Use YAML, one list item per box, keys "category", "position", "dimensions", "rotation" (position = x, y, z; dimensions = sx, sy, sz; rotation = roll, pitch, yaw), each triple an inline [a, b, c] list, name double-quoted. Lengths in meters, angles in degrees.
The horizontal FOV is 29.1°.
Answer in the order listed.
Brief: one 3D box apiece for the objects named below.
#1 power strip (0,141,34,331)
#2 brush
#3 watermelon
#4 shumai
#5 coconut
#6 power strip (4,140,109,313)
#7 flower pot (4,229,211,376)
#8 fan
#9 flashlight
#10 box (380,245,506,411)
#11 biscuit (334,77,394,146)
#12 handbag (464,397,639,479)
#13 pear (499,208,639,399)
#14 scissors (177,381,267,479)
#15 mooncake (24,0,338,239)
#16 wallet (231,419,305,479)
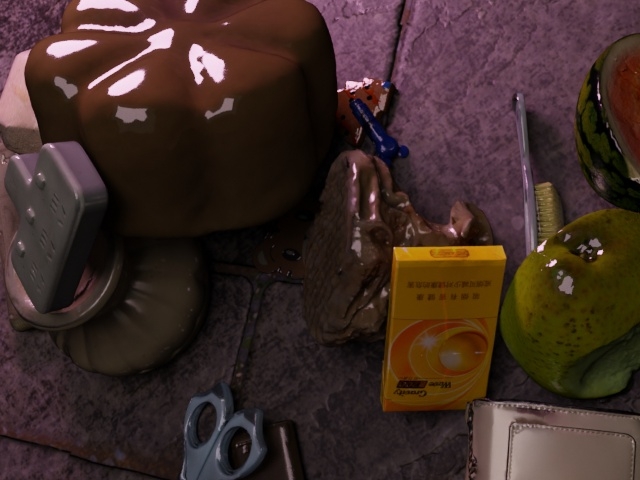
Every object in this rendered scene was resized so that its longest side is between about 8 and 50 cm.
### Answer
- category: "power strip"
  position: [-0.525, -0.031, 2.180]
  dimensions: [0.092, 0.066, 0.387]
  rotation: [-18, 72, 20]
- category: "brush"
  position: [0.325, -0.084, 1.821]
  dimensions: [0.060, 0.068, 0.296]
  rotation: [-3, 72, 3]
- category: "watermelon"
  position: [0.420, -0.184, 1.729]
  dimensions: [0.159, 0.128, 0.303]
  rotation: [-13, 51, 26]
- category: "shumai"
  position: [0.119, 0.034, 1.830]
  dimensions: [0.267, 0.262, 0.314]
  rotation: [-98, 23, -49]
- category: "coconut"
  position: [-0.440, -0.241, 2.120]
  dimensions: [0.224, 0.224, 0.234]
  rotation: [11, 82, 26]
- category: "power strip"
  position: [-0.395, -0.040, 1.776]
  dimensions: [0.193, 0.059, 0.265]
  rotation: [55, 138, 27]
- category: "flower pot"
  position: [-0.348, 0.057, 1.974]
  dimensions: [0.308, 0.244, 0.307]
  rotation: [-6, 74, 21]
- category: "fan"
  position: [0.000, 0.000, 1.965]
  dimensions: [0.227, 0.008, 0.152]
  rotation: [15, 82, 27]
- category: "flashlight"
  position: [0.086, -0.171, 1.949]
  dimensions: [0.057, 0.035, 0.121]
  rotation: [-32, 80, -19]
- category: "box"
  position: [0.167, 0.127, 1.709]
  dimensions: [0.152, 0.269, 0.043]
  rotation: [-1, 34, -4]
- category: "biscuit"
  position: [0.062, -0.219, 1.991]
  dimensions: [0.130, 0.019, 0.119]
  rotation: [-35, 65, 11]
- category: "handbag"
  position: [0.296, 0.399, 1.618]
  dimensions: [0.237, 0.160, 0.358]
  rotation: [7, 78, 0]
- category: "pear"
  position: [0.373, 0.085, 1.648]
  dimensions: [0.292, 0.292, 0.159]
  rotation: [-40, 55, 9]
- category: "scissors"
  position: [-0.203, 0.399, 1.919]
  dimensions: [0.191, 0.029, 0.360]
  rotation: [31, 94, 44]
- category: "mooncake"
  position: [-0.203, -0.216, 1.873]
  dimensions: [0.467, 0.262, 0.467]
  rotation: [-1, 38, 1]
- category: "wallet"
  position: [-0.072, 0.382, 1.880]
  dimensions: [0.110, 0.031, 0.198]
  rotation: [-20, 68, 19]
